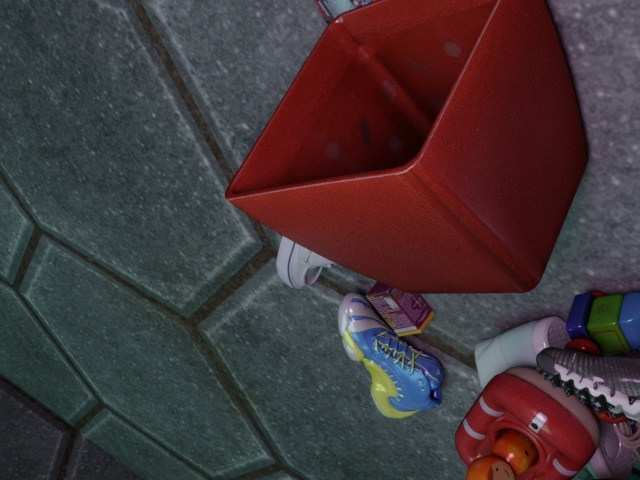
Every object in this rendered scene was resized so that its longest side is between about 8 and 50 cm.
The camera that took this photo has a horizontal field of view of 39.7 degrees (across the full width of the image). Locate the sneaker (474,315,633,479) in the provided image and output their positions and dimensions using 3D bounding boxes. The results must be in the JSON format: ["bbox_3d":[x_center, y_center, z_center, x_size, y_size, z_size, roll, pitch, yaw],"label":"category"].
[{"bbox_3d":[0.307,0.221,1.182,0.151,0.094,0.255,-20,103,49],"label":"sneaker"}]

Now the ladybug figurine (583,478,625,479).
[{"bbox_3d":[0.402,0.408,1.007,0.449,0.305,0.162,27,125,-34],"label":"ladybug figurine"}]

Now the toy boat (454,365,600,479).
[{"bbox_3d":[0.234,0.265,1.091,0.151,0.151,0.231,38,141,17],"label":"toy boat"}]

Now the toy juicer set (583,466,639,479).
[{"bbox_3d":[0.419,0.356,1.252,0.329,0.089,0.209,-11,103,35],"label":"toy juicer set"}]

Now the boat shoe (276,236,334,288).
[{"bbox_3d":[0.000,0.000,1.253,0.084,0.095,0.258,36,149,17],"label":"boat shoe"}]

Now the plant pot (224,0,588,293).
[{"bbox_3d":[0.115,-0.083,0.896,0.267,0.267,0.236,-5,139,50],"label":"plant pot"}]

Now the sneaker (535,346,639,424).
[{"bbox_3d":[0.348,0.143,0.928,0.234,0.106,0.078,18,165,26],"label":"sneaker"}]

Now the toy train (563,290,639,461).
[{"bbox_3d":[0.396,0.164,1.030,0.143,0.105,0.248,-14,119,38],"label":"toy train"}]

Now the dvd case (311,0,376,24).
[{"bbox_3d":[0.023,-0.288,0.962,0.087,0.013,0.119,52,146,-15],"label":"dvd case"}]

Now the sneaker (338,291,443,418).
[{"bbox_3d":[0.120,0.172,1.359,0.126,0.091,0.240,-8,124,29],"label":"sneaker"}]

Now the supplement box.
[{"bbox_3d":[0.116,0.094,1.287,0.083,0.043,0.055,51,147,-15],"label":"supplement box"}]
